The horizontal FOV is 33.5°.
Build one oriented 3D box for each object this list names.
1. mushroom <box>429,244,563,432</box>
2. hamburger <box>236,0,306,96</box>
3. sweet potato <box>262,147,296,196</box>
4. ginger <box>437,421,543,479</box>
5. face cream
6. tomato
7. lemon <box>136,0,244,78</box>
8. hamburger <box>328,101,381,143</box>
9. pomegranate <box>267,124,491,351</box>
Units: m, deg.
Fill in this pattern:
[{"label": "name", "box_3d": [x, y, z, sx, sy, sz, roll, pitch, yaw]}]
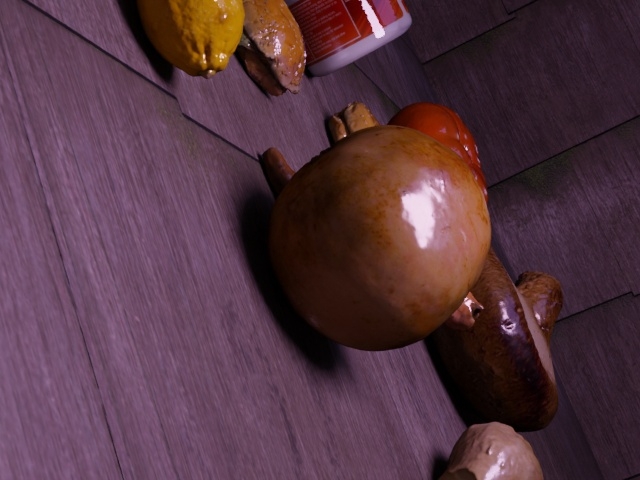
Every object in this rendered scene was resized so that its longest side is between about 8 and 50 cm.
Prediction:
[{"label": "mushroom", "box_3d": [0.293, 0.165, 1.804, 0.345, 0.239, 0.345, 36, 23, -18]}, {"label": "hamburger", "box_3d": [-0.078, -0.287, 1.465, 0.102, 0.087, 0.176, 5, 64, -77]}, {"label": "sweet potato", "box_3d": [0.000, 0.000, 1.331, 0.265, 0.057, 0.057, 63, 14, 9]}, {"label": "ginger", "box_3d": [0.231, 0.323, 1.440, 0.138, 0.152, 0.267, 38, 9, 25]}, {"label": "face cream", "box_3d": [0.032, -0.402, 1.815, 0.187, 0.201, 0.201, 61, 15, -10]}, {"label": "tomato", "box_3d": [0.214, -0.136, 2.042, 0.260, 0.180, 0.260, 53, 19, -28]}, {"label": "lemon", "box_3d": [-0.138, -0.246, 1.144, 0.155, 0.114, 0.114, 69, 15, 12]}, {"label": "hamburger", "box_3d": [0.072, -0.159, 1.789, 0.138, 0.083, 0.147, 40, 25, -49]}, {"label": "pomegranate", "box_3d": [0.080, 0.008, 1.200, 0.270, 0.229, 0.252, 50, 45, -11]}]
